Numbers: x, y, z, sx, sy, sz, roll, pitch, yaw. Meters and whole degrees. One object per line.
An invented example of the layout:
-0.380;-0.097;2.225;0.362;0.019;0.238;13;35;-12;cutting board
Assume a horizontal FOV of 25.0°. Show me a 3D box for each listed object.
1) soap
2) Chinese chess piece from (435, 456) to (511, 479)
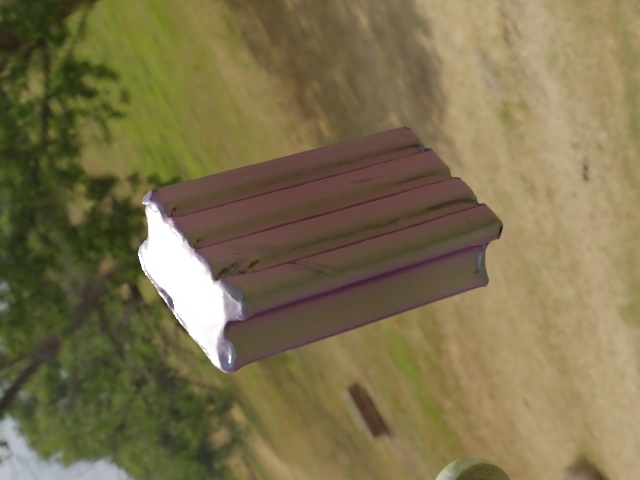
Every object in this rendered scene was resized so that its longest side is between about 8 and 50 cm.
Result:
0.000;0.000;0.916;0.122;0.203;0.065;49;143;38;soap
0.140;0.241;1.333;0.034;0.084;0.084;0;120;61;Chinese chess piece
